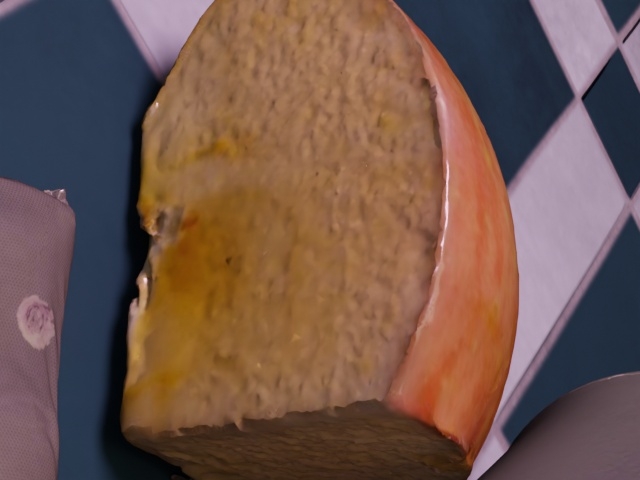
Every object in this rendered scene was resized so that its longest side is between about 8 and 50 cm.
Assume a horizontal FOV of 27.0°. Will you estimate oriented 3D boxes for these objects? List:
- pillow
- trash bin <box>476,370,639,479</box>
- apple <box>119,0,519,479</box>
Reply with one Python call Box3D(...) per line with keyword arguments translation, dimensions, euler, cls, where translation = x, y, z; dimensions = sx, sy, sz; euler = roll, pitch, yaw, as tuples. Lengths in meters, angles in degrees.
Box3D(translation=(-0.195, 0.073, 0.705), dimensions=(0.169, 0.059, 0.255), euler=(16, 67, -43), cls="pillow")
Box3D(translation=(0.171, 0.249, 0.791), dimensions=(0.432, 0.280, 0.280), euler=(-17, 92, -59), cls="trash bin")
Box3D(translation=(0.000, 0.000, 0.850), dimensions=(0.252, 0.314, 0.309), euler=(9, 65, -3), cls="apple")
